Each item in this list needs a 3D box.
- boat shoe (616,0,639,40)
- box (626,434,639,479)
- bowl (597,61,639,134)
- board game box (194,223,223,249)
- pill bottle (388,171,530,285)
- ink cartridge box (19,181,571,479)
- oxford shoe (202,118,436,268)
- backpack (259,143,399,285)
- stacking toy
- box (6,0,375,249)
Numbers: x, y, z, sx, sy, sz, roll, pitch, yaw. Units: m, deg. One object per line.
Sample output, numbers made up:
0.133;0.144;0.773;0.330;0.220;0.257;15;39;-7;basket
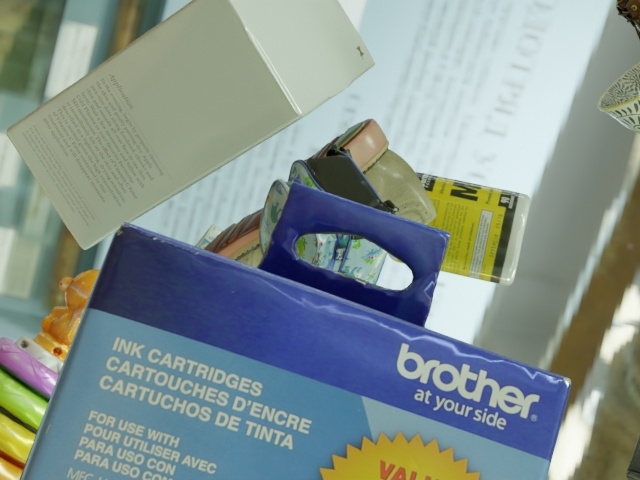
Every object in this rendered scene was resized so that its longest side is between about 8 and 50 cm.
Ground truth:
0.348;-0.259;1.670;0.064;0.060;0.178;3;-68;71;boat shoe
0.591;0.168;1.864;0.395;0.318;0.097;-65;152;-13;box
0.378;-0.153;1.578;0.170;0.080;0.170;-34;-170;7;bowl
-0.125;0.047;1.945;0.154;0.103;0.026;-45;-165;55;board game box
0.150;-0.020;1.918;0.119;0.208;0.119;12;90;-83;pill bottle
-0.034;0.170;0.838;0.151;0.270;0.396;117;-9;-68;ink cartridge box
-0.047;0.036;1.713;0.397;0.146;0.140;-38;-171;28;oxford shoe
0.000;0.000;1.245;0.105;0.084;0.114;52;-36;38;backpack
-0.288;0.152;1.448;0.302;0.175;0.166;-56;-174;-7;stacking toy
-0.147;-0.162;1.742;0.345;0.168;0.215;-28;-172;31;box
